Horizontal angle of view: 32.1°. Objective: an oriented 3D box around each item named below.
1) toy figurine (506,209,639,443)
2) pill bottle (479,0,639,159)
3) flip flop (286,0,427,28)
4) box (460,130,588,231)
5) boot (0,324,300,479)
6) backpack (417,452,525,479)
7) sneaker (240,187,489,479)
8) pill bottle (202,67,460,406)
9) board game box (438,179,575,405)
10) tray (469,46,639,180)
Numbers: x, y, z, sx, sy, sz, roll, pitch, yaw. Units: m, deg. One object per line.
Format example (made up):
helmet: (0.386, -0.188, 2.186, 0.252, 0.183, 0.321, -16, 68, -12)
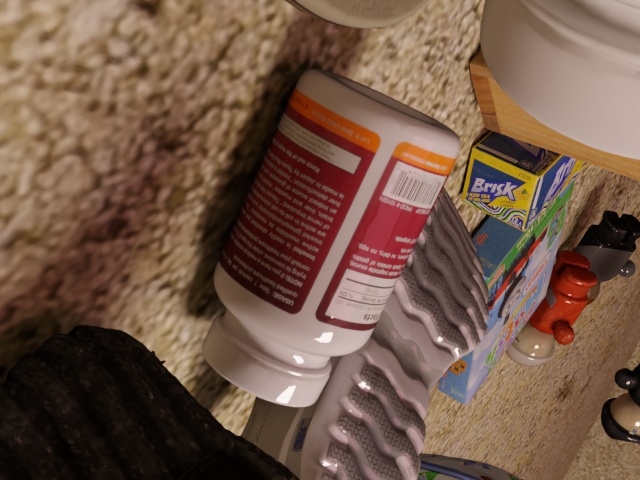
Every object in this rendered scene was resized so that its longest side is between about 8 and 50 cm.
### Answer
toy figurine: (0.328, 0.093, 1.219, 0.209, 0.213, 0.148, -37, 158, -50)
pill bottle: (0.198, -0.239, 0.496, 0.224, 0.224, 0.392, -43, 153, -37)
flip flop: (0.023, -0.172, 0.388, 0.112, 0.080, 0.277, -51, 156, -24)
box: (0.179, -0.078, 0.876, 0.169, 0.059, 0.054, -41, 149, -41)
boot: (-0.087, 0.229, 0.406, 0.348, 0.260, 0.131, -56, 169, -20)
backpack: (0.067, 0.294, 0.846, 0.213, 0.277, 0.263, 40, 53, -70)
sneaker: (0.016, 0.059, 0.669, 0.105, 0.115, 0.281, 60, 38, -21)
pill bottle: (0.000, 0.000, 0.546, 0.152, 0.086, 0.086, -65, 158, 12)
board game box: (0.171, 0.036, 1.029, 0.160, 0.039, 0.211, -48, 156, -29)
tray: (0.300, -0.215, 0.768, 0.411, 0.203, 0.076, -53, 145, -20)
